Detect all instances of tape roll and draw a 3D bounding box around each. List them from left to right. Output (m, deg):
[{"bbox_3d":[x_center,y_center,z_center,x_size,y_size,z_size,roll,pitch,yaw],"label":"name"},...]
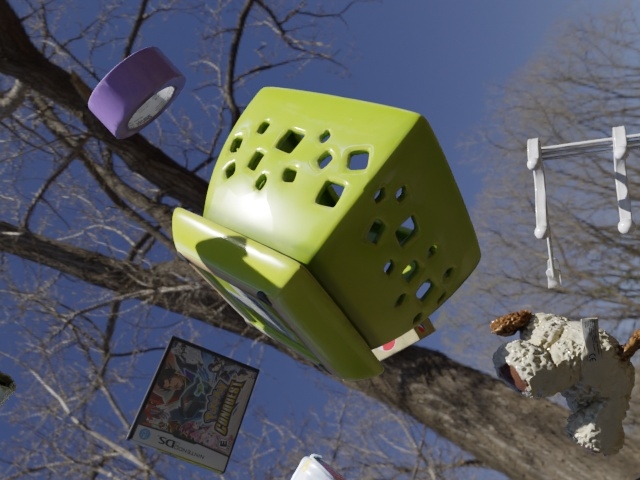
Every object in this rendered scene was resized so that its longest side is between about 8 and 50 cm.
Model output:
[{"bbox_3d":[-0.371,-0.299,1.215,0.080,0.189,0.189,47,-128,-6],"label":"tape roll"}]

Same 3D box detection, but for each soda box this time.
[{"bbox_3d":[0.098,0.168,0.998,0.058,0.181,0.061,-13,-109,-52],"label":"soda box"}]

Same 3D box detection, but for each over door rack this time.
[{"bbox_3d":[0.444,-0.024,0.872,0.324,0.240,0.108,61,-145,-43],"label":"over door rack"}]

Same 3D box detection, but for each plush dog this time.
[{"bbox_3d":[0.421,0.195,1.019,0.262,0.225,0.210,39,-86,-11],"label":"plush dog"}]

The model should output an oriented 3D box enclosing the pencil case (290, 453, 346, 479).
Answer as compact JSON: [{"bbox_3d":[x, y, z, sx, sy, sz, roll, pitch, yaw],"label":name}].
[{"bbox_3d":[-0.054,0.522,1.066,0.273,0.124,0.113,-49,-25,-10],"label":"pencil case"}]

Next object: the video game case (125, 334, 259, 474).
[{"bbox_3d":[-0.310,0.407,1.492,0.248,0.035,0.274,24,-123,-9],"label":"video game case"}]

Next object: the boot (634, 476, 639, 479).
[{"bbox_3d":[0.368,0.299,0.441,0.091,0.263,0.229,-57,15,37],"label":"boot"}]

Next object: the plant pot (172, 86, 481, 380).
[{"bbox_3d":[0.000,0.000,0.621,0.207,0.227,0.228,-51,-44,-17],"label":"plant pot"}]

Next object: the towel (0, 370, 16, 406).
[{"bbox_3d":[-0.722,0.236,1.041,0.312,0.324,0.056,40,-151,-17],"label":"towel"}]
